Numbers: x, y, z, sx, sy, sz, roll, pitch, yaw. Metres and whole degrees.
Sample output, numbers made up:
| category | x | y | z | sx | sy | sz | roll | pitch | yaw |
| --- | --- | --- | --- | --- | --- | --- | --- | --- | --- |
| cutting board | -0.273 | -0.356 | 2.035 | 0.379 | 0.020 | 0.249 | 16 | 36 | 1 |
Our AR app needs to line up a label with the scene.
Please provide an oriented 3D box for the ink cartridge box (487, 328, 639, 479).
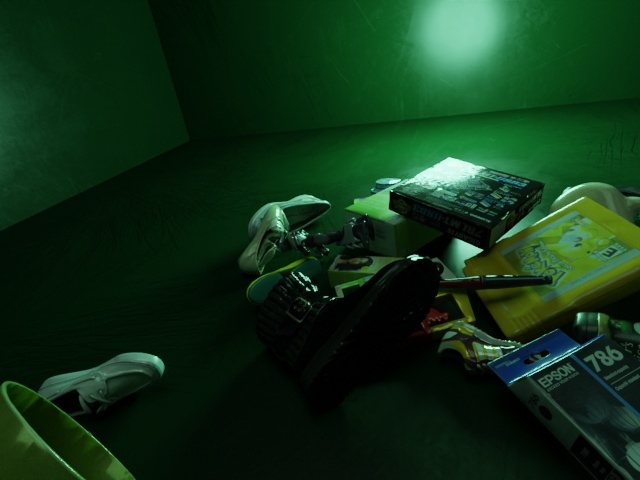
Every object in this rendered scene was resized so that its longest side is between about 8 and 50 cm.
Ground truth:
| category | x | y | z | sx | sy | sz | roll | pitch | yaw |
| --- | --- | --- | --- | --- | --- | --- | --- | --- | --- |
| ink cartridge box | 0.408 | 0.243 | 0.567 | 0.166 | 0.065 | 0.332 | -20 | 39 | -18 |

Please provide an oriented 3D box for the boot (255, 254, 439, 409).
| category | x | y | z | sx | sy | sz | roll | pitch | yaw |
| --- | --- | --- | --- | --- | --- | --- | --- | --- | --- |
| boot | 0.035 | 0.124 | 0.830 | 0.348 | 0.131 | 0.260 | -43 | 34 | -7 |

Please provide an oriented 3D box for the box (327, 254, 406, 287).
| category | x | y | z | sx | sy | sz | roll | pitch | yaw |
| --- | --- | --- | --- | --- | --- | --- | --- | --- | --- |
| box | 0.142 | 0.084 | 1.061 | 0.233 | 0.058 | 0.087 | 2 | 30 | 22 |

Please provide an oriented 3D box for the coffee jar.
| category | x | y | z | sx | sy | sz | roll | pitch | yaw |
| --- | --- | --- | --- | --- | --- | --- | --- | --- | --- |
| coffee jar | 0.520 | 0.178 | 0.691 | 0.185 | 0.096 | 0.079 | 6 | 28 | 31 |

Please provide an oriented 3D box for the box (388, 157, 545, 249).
| category | x | y | z | sx | sy | sz | roll | pitch | yaw |
| --- | --- | --- | --- | --- | --- | --- | --- | --- | --- |
| box | 0.388 | -0.116 | 1.125 | 0.293 | 0.073 | 0.296 | -30 | 42 | -35 |

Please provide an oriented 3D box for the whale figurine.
| category | x | y | z | sx | sy | sz | roll | pitch | yaw |
| --- | --- | --- | --- | --- | --- | --- | --- | --- | --- |
| whale figurine | 0.676 | -0.012 | 0.995 | 0.216 | 0.141 | 0.272 | -43 | 41 | 20 |

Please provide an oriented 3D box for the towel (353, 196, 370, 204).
| category | x | y | z | sx | sy | sz | roll | pitch | yaw |
| --- | --- | --- | --- | --- | --- | --- | --- | --- | --- |
| towel | 0.167 | -0.146 | 1.568 | 0.084 | 0.009 | 0.060 | -6 | 27 | 10 |

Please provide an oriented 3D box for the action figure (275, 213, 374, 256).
| category | x | y | z | sx | sy | sz | roll | pitch | yaw |
| --- | --- | --- | --- | --- | --- | --- | --- | --- | --- |
| action figure | 0.000 | 0.000 | 1.163 | 0.285 | 0.099 | 0.185 | -11 | 0 | 22 |

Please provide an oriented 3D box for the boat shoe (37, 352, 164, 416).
| category | x | y | z | sx | sy | sz | roll | pitch | yaw |
| --- | --- | --- | --- | --- | --- | --- | --- | --- | --- |
| boat shoe | -0.434 | 0.299 | 0.819 | 0.258 | 0.095 | 0.084 | -20 | 30 | 4 |

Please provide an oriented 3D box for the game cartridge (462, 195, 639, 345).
| category | x | y | z | sx | sy | sz | roll | pitch | yaw |
| --- | --- | --- | --- | --- | --- | --- | --- | --- | --- |
| game cartridge | 0.485 | 0.051 | 0.877 | 0.324 | 0.052 | 0.285 | -29 | 24 | 11 |

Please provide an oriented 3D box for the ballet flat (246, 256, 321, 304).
| category | x | y | z | sx | sy | sz | roll | pitch | yaw |
| --- | --- | --- | --- | --- | --- | --- | --- | --- | --- |
| ballet flat | -0.100 | 0.107 | 1.103 | 0.231 | 0.077 | 0.077 | -25 | 8 | -32 |

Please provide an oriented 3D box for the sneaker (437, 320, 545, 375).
| category | x | y | z | sx | sy | sz | roll | pitch | yaw |
| --- | --- | --- | --- | --- | --- | --- | --- | --- | --- |
| sneaker | 0.302 | 0.215 | 0.743 | 0.186 | 0.069 | 0.084 | 17 | 53 | 44 |

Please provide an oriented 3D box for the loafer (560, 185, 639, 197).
| category | x | y | z | sx | sy | sz | roll | pitch | yaw |
| --- | --- | --- | --- | --- | --- | --- | --- | --- | --- |
| loafer | 0.812 | -0.113 | 1.203 | 0.223 | 0.076 | 0.078 | 9 | 37 | 43 |

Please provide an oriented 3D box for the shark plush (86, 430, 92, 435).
| category | x | y | z | sx | sy | sz | roll | pitch | yaw |
| --- | --- | --- | --- | --- | --- | --- | --- | --- | --- |
| shark plush | -0.440 | 0.394 | 0.691 | 0.067 | 0.073 | 0.161 | -11 | 40 | 46 |

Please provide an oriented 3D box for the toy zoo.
| category | x | y | z | sx | sy | sz | roll | pitch | yaw |
| --- | --- | --- | --- | --- | --- | --- | --- | --- | --- |
| toy zoo | 0.193 | 0.134 | 0.900 | 0.294 | 0.030 | 0.192 | -15 | 41 | -1 |

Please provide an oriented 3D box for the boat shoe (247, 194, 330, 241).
| category | x | y | z | sx | sy | sz | roll | pitch | yaw |
| --- | --- | --- | --- | --- | --- | --- | --- | --- | --- |
| boat shoe | -0.103 | -0.075 | 1.408 | 0.103 | 0.118 | 0.321 | 10 | 25 | 43 |

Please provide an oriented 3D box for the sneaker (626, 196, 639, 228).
| category | x | y | z | sx | sy | sz | roll | pitch | yaw |
| --- | --- | --- | --- | --- | --- | --- | --- | --- | --- |
| sneaker | 0.768 | -0.064 | 1.090 | 0.276 | 0.106 | 0.110 | 14 | 45 | 40 |

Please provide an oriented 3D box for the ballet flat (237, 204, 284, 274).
| category | x | y | z | sx | sy | sz | roll | pitch | yaw |
| --- | --- | --- | --- | --- | --- | --- | --- | --- | --- |
| ballet flat | -0.154 | -0.002 | 1.252 | 0.086 | 0.086 | 0.248 | 7 | 58 | 32 |

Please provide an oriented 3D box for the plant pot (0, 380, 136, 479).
| category | x | y | z | sx | sy | sz | roll | pitch | yaw |
| --- | --- | --- | --- | --- | --- | --- | --- | --- | --- |
| plant pot | -0.401 | 0.374 | 0.490 | 0.275 | 0.274 | 0.293 | 15 | 51 | 41 |

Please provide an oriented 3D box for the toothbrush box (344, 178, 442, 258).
| category | x | y | z | sx | sy | sz | roll | pitch | yaw |
| --- | --- | --- | --- | --- | --- | --- | --- | --- | --- |
| toothbrush box | 0.248 | -0.072 | 1.265 | 0.283 | 0.122 | 0.206 | -25 | 31 | -30 |

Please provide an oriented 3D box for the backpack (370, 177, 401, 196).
| category | x | y | z | sx | sy | sz | roll | pitch | yaw |
| --- | --- | --- | --- | --- | --- | --- | --- | --- | --- |
| backpack | 0.239 | -0.179 | 1.521 | 0.105 | 0.084 | 0.114 | 9 | 32 | 34 |

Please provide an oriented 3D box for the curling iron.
| category | x | y | z | sx | sy | sz | roll | pitch | yaw |
| --- | --- | --- | --- | --- | --- | --- | --- | --- | --- |
| curling iron | 0.320 | 0.073 | 0.857 | 0.274 | 0.068 | 0.035 | 3 | 7 | 25 |
